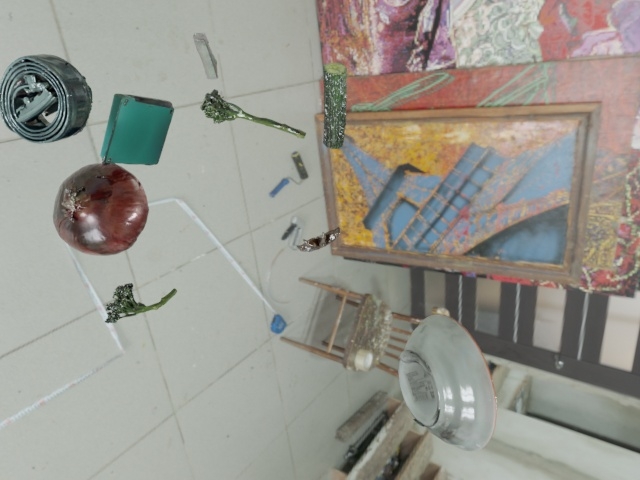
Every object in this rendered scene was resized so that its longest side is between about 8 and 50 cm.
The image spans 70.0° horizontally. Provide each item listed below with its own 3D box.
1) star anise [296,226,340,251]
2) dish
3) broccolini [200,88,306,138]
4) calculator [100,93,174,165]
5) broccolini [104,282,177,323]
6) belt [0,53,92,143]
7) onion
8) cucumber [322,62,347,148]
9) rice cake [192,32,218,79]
[{"bbox_3d":[0.001,0.000,1.326,0.141,0.141,0.042,-20,85,-50],"label":"star anise"},{"bbox_3d":[0.216,0.277,0.880,0.085,0.260,0.260,-6,106,-20],"label":"dish"},{"bbox_3d":[-0.157,-0.289,1.077,0.057,0.254,0.071,-80,-174,-62],"label":"broccolini"},{"bbox_3d":[-0.635,-0.377,1.580,0.274,0.058,0.248,-25,140,-65],"label":"calculator"},{"bbox_3d":[-0.562,0.174,1.455,0.271,0.062,0.123,-16,132,-60],"label":"broccolini"},{"bbox_3d":[-0.739,-0.363,1.211,0.206,0.267,0.116,50,27,-10],"label":"belt"},{"bbox_3d":[-0.791,-0.112,1.592,0.285,0.348,0.347,29,74,-76],"label":"onion"},{"bbox_3d":[0.031,-0.291,1.009,0.058,0.058,0.187,-46,149,-37],"label":"cucumber"},{"bbox_3d":[-0.375,-0.600,1.506,0.206,0.047,0.036,87,8,-72],"label":"rice cake"}]
